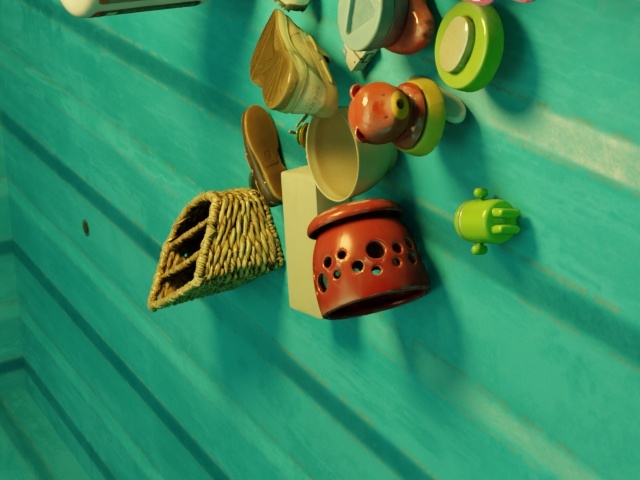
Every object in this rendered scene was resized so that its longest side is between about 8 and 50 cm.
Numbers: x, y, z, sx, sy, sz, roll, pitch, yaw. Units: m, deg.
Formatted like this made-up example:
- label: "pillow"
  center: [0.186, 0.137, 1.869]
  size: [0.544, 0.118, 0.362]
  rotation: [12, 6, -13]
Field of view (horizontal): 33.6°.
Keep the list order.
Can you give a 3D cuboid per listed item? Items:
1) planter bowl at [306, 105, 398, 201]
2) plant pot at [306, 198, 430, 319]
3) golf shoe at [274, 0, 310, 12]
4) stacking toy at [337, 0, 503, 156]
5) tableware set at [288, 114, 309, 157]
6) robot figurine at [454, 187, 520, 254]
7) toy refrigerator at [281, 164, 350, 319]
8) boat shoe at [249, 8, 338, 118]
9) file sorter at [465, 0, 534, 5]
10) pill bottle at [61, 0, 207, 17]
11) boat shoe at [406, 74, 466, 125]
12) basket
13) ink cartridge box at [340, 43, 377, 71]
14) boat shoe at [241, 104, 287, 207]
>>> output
- label: "planter bowl"
  center: [0.063, -0.154, 1.812]
  size: [0.162, 0.109, 0.162]
  rotation: [27, 123, 53]
- label: "plant pot"
  center: [0.076, 0.028, 1.794]
  size: [0.191, 0.191, 0.174]
  rotation: [-31, 69, 58]
- label: "golf shoe"
  center: [-0.061, -0.542, 1.873]
  size: [0.120, 0.105, 0.273]
  rotation: [-12, 92, 52]
- label: "stacking toy"
  center: [0.123, -0.307, 1.580]
  size: [0.279, 0.130, 0.309]
  rotation: [-39, 57, 54]
- label: "tableware set"
  center: [-0.028, -0.237, 1.947]
  size: [0.024, 0.104, 0.154]
  rotation: [9, 135, 31]
- label: "robot figurine"
  center: [0.249, -0.029, 1.601]
  size: [0.115, 0.067, 0.101]
  rotation: [4, 95, 58]
- label: "toy refrigerator"
  center: [0.000, 0.000, 1.995]
  size: [0.102, 0.094, 0.270]
  rotation: [16, 116, 48]
- label: "boat shoe"
  center: [-0.045, -0.296, 1.833]
  size: [0.122, 0.110, 0.341]
  rotation: [-61, 23, 26]
- label: "file sorter"
  center: [0.254, -0.390, 1.242]
  size: [0.202, 0.290, 0.182]
  rotation: [34, 132, 48]
- label: "pill bottle"
  center: [-0.312, -0.545, 2.019]
  size: [0.210, 0.362, 0.210]
  rotation: [29, 126, 50]
- label: "boat shoe"
  center: [0.181, -0.213, 1.664]
  size: [0.142, 0.049, 0.040]
  rotation: [50, 148, 45]
- label: "basket"
  center: [-0.255, 0.008, 2.282]
  size: [0.299, 0.223, 0.214]
  rotation: [-25, 80, 59]
- label: "ink cartridge box"
  center: [0.070, -0.332, 1.808]
  size: [0.083, 0.028, 0.048]
  rotation: [-48, 61, 53]
- label: "boat shoe"
  center: [-0.119, -0.167, 2.136]
  size: [0.073, 0.073, 0.207]
  rotation: [-23, 82, 57]
